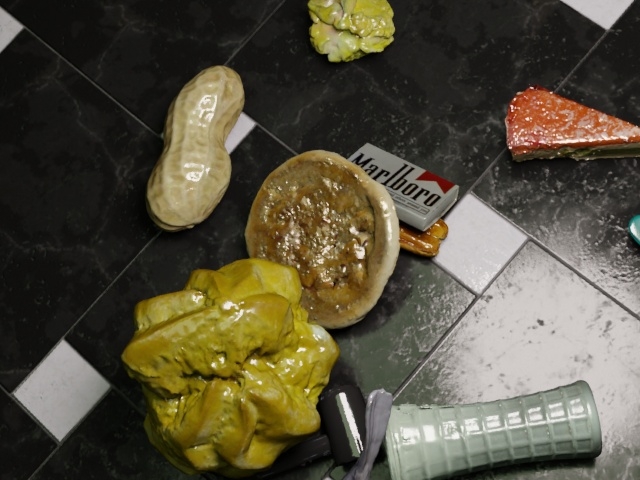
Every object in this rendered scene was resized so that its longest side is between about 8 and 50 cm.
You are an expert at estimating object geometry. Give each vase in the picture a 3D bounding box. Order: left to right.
[{"bbox_3d":[0.243,0.275,1.530,0.299,0.143,0.143,-10,70,4],"label":"vase"}]

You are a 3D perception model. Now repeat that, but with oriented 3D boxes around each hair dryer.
[{"bbox_3d":[-0.037,0.309,1.616,0.248,0.070,0.114,-23,70,12],"label":"hair dryer"}]

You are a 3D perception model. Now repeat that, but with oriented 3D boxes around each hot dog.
[{"bbox_3d":[0.120,-0.027,1.699,0.165,0.045,0.071,23,79,17],"label":"hot dog"}]

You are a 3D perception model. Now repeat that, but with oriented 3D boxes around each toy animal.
[{"bbox_3d":[0.047,0.398,1.476,0.206,0.081,0.367,45,119,19],"label":"toy animal"}]

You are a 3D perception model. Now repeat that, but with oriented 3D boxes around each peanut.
[{"bbox_3d":[-0.201,-0.155,1.761,0.136,0.120,0.298,7,73,17],"label":"peanut"}]

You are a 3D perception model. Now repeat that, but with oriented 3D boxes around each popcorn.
[{"bbox_3d":[0.052,-0.364,1.791,0.145,0.126,0.125,14,49,31],"label":"popcorn"}]

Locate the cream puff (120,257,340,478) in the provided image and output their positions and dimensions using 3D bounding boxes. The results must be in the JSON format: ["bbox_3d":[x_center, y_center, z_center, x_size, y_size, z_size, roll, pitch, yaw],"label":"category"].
[{"bbox_3d":[-0.142,0.196,1.529,0.323,0.270,0.274,-29,59,13],"label":"cream puff"}]

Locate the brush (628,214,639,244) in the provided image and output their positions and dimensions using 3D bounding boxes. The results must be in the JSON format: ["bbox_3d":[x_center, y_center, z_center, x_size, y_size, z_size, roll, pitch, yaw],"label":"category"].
[{"bbox_3d":[0.537,0.038,1.611,0.043,0.032,0.193,-41,81,-9],"label":"brush"}]

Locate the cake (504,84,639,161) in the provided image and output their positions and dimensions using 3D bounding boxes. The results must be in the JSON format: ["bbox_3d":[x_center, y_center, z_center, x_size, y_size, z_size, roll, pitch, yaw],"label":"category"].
[{"bbox_3d":[0.402,-0.187,1.677,0.220,0.086,0.116,-5,73,10],"label":"cake"}]

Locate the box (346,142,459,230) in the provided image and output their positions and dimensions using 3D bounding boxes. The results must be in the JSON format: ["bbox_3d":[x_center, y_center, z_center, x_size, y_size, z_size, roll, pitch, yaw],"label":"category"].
[{"bbox_3d":[0.116,-0.086,1.692,0.177,0.036,0.115,28,43,22],"label":"box"}]

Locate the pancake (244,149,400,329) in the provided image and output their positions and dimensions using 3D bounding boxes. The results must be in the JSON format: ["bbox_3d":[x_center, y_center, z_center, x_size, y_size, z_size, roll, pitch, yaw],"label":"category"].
[{"bbox_3d":[0.001,-0.001,1.662,0.282,0.049,0.282,-1,88,26],"label":"pancake"}]
